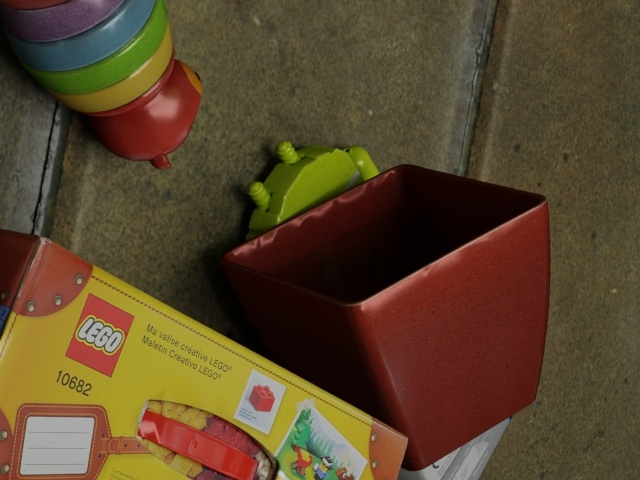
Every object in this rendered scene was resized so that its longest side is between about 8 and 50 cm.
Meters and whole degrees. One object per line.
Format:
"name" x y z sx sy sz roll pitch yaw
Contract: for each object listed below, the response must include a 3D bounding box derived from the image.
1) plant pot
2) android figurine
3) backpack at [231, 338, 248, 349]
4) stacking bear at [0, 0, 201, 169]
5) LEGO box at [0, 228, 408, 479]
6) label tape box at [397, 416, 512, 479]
"plant pot" 0.091 0.091 1.842 0.267 0.267 0.236 -27 114 -27
"android figurine" 0.000 0.000 1.992 0.248 0.056 0.273 -58 135 -22
"backpack" -0.071 0.187 1.917 0.084 0.105 0.114 -44 130 -5
"stacking bear" -0.209 -0.194 1.663 0.164 0.175 0.289 -32 136 -5
"LEGO box" -0.226 0.155 1.540 0.500 0.372 0.193 33 72 -46
"label tape box" 0.133 0.151 2.078 0.249 0.115 0.348 -57 146 -24
